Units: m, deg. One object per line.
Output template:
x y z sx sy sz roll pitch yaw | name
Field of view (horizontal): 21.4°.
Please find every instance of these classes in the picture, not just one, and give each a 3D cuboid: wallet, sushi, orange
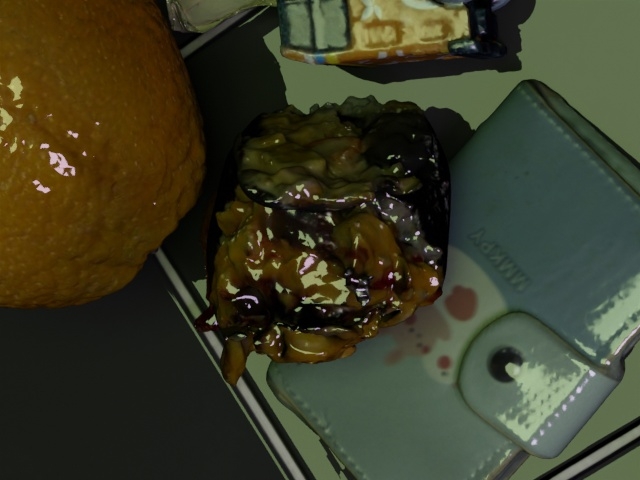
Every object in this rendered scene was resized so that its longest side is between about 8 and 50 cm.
0.136 0.067 1.424 0.360 0.083 0.252 -49 61 12 | wallet
-0.002 0.003 1.378 0.213 0.200 0.204 2 116 12 | sushi
-0.266 -0.111 1.417 0.357 0.322 0.322 41 101 1 | orange

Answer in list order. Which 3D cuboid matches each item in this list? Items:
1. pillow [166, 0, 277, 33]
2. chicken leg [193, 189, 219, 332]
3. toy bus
-0.107 -0.285 1.499 0.119 0.053 0.208 -21 88 17 | pillow
-0.059 -0.018 1.503 0.089 0.048 0.219 44 101 11 | chicken leg
0.052 -0.306 1.408 0.194 0.162 0.323 -5 93 16 | toy bus
